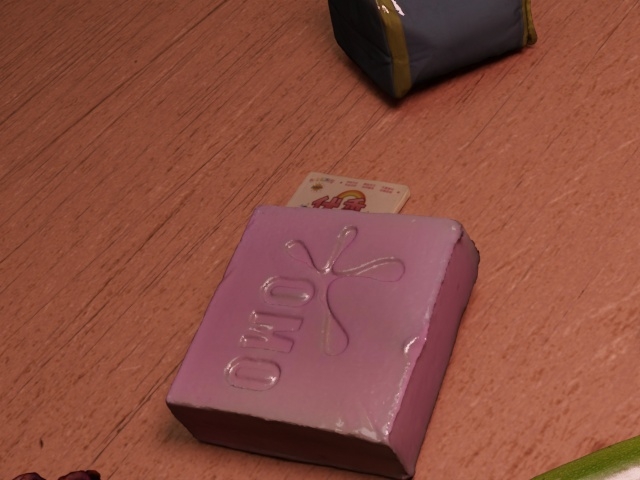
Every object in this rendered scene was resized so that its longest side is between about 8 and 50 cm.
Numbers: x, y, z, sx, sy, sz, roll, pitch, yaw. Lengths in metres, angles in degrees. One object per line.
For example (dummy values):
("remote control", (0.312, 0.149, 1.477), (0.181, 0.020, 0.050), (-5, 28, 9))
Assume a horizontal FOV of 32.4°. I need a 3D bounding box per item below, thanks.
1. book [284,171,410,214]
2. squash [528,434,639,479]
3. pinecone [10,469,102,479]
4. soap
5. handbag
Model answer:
("book", (0.000, 0.000, 1.452), (0.162, 0.022, 0.232), (12, 52, 31))
("squash", (0.285, 0.238, 1.025), (0.379, 0.101, 0.101), (-21, 41, 2))
("pinecone", (-0.248, 0.344, 1.028), (0.296, 0.242, 0.298), (-13, 36, 13))
("soap", (0.010, 0.106, 1.259), (0.286, 0.107, 0.296), (4, 55, 26))
("handbag", (0.153, -0.359, 1.618), (0.241, 0.222, 0.263), (-26, 39, -12))
